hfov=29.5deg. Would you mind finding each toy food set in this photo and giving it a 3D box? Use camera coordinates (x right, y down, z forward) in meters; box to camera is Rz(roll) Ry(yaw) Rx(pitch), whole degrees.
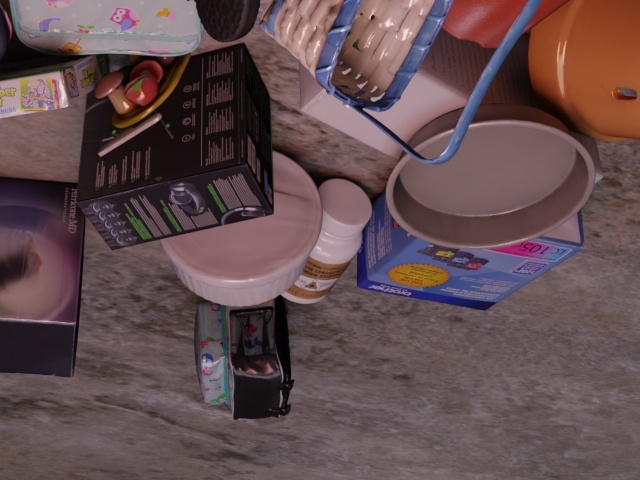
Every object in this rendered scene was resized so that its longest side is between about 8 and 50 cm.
[{"bbox_3d":[-0.267,-0.232,1.745,0.128,0.218,0.071,-24,123,30],"label":"toy food set"}]

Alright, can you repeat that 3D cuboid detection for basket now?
[{"bbox_3d":[0.095,-0.262,1.421,0.201,0.289,0.255,10,115,-55],"label":"basket"}]

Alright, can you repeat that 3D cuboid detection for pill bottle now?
[{"bbox_3d":[0.000,0.000,2.134,0.131,0.131,0.229,11,141,-19],"label":"pill bottle"}]

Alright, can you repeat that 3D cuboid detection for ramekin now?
[{"bbox_3d":[-0.132,-0.016,1.988,0.273,0.273,0.127,-1,147,-4],"label":"ramekin"}]

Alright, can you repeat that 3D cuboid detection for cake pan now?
[{"bbox_3d":[0.236,-0.091,1.715,0.293,0.054,0.293,-2,144,-1],"label":"cake pan"}]

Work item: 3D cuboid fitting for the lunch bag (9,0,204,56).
[{"bbox_3d":[-0.283,-0.348,1.660,0.279,0.108,0.224,2,143,-7],"label":"lunch bag"}]

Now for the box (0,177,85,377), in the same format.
[{"bbox_3d":[-0.546,0.053,2.025,0.294,0.296,0.183,5,142,-12],"label":"box"}]

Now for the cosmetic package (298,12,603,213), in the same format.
[{"bbox_3d":[0.190,-0.221,1.771,0.453,0.230,0.161,25,136,-31],"label":"cosmetic package"}]

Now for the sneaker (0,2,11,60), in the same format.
[{"bbox_3d":[-0.520,-0.374,1.620,0.112,0.131,0.319,-16,119,14],"label":"sneaker"}]

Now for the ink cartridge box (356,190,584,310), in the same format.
[{"bbox_3d":[0.233,-0.003,2.092,0.270,0.151,0.395,11,157,-19],"label":"ink cartridge box"}]

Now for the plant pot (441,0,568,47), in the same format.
[{"bbox_3d":[0.257,-0.396,1.535,0.272,0.272,0.265,16,148,-24],"label":"plant pot"}]

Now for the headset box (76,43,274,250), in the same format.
[{"bbox_3d":[-0.225,-0.138,1.832,0.283,0.246,0.131,-13,142,11],"label":"headset box"}]

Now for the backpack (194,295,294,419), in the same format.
[{"bbox_3d":[-0.141,0.188,2.278,0.191,0.253,0.225,3,144,-1],"label":"backpack"}]

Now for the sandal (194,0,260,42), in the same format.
[{"bbox_3d":[-0.073,-0.400,1.407,0.107,0.167,0.446,-16,150,-24],"label":"sandal"}]

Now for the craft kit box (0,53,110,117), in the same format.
[{"bbox_3d":[-0.448,-0.217,1.728,0.250,0.246,0.061,-8,103,7],"label":"craft kit box"}]

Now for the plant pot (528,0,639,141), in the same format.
[{"bbox_3d":[0.459,-0.257,1.657,0.291,0.203,0.291,-12,117,-25],"label":"plant pot"}]
